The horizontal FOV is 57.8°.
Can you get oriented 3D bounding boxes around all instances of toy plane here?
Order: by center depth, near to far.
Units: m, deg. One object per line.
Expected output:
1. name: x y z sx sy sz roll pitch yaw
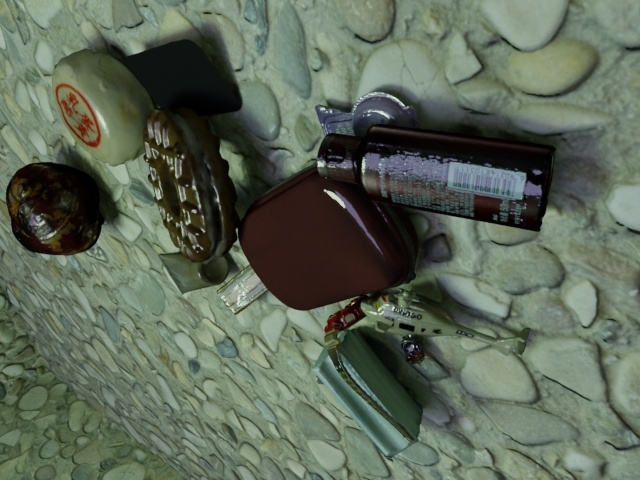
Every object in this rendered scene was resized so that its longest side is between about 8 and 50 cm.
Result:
1. toy plane: 0.204 0.145 1.001 0.287 0.092 0.108 18 132 19

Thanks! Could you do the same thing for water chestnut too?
1. water chestnut: -0.738 -0.088 1.634 0.289 0.244 0.289 29 134 34

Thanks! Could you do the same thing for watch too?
1. watch: 0.123 0.231 1.111 0.268 0.165 0.102 47 158 1

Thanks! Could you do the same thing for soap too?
1. soap: 0.103 0.321 1.215 0.094 0.150 0.261 -38 91 20

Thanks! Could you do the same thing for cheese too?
1. cheese: 0.074 -0.178 0.910 0.191 0.042 0.105 3 122 45

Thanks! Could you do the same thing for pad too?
1. pad: -0.298 -0.376 1.095 0.250 0.055 0.323 6 125 42

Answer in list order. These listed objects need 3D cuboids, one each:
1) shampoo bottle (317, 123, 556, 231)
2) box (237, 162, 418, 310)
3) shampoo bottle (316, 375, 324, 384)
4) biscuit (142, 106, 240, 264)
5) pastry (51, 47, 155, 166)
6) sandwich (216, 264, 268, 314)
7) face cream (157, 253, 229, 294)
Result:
1. shampoo bottle: 0.155 -0.098 0.824 0.323 0.084 0.129 12 133 25
2. box: 0.000 0.000 1.082 0.404 0.108 0.263 -22 106 51
3. shampoo bottle: 0.054 0.329 1.371 0.165 0.040 0.080 -12 114 49
4. biscuit: -0.270 -0.114 1.186 0.332 0.103 0.331 42 142 44
5. pastry: -0.487 -0.292 1.297 0.265 0.133 0.264 30 142 27
6. sandwich: -0.153 0.092 1.389 0.163 0.113 0.079 -40 91 18
7. face cream: -0.346 0.083 1.533 0.341 0.084 0.137 -10 113 57
